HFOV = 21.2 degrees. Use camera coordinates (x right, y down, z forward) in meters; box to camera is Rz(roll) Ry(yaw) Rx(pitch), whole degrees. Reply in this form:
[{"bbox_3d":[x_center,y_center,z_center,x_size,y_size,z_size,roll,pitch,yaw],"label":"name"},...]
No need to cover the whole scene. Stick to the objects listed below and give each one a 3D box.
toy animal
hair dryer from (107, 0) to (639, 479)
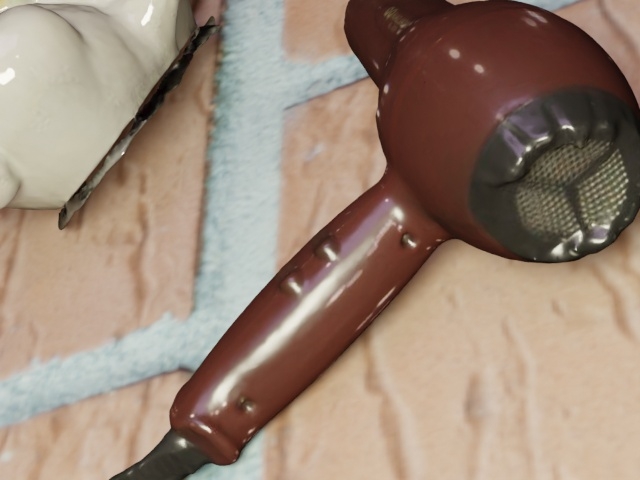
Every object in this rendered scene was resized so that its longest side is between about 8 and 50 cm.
[{"bbox_3d":[-0.171,-0.134,1.142,0.208,0.154,0.325,-46,12,16],"label":"toy animal"},{"bbox_3d":[0.000,0.000,0.927,0.340,0.123,0.312,-45,26,0],"label":"hair dryer"}]
